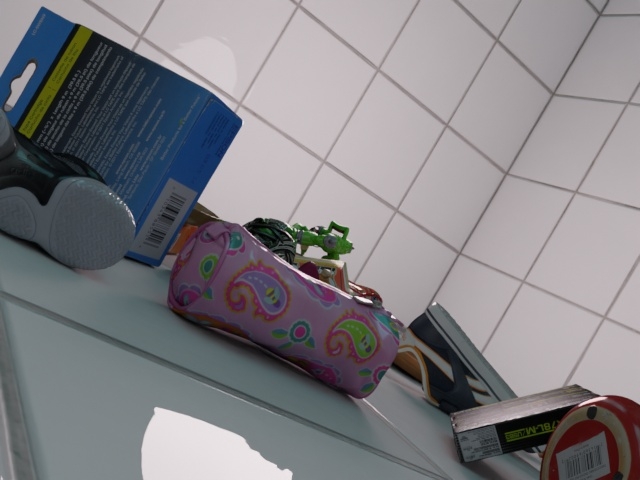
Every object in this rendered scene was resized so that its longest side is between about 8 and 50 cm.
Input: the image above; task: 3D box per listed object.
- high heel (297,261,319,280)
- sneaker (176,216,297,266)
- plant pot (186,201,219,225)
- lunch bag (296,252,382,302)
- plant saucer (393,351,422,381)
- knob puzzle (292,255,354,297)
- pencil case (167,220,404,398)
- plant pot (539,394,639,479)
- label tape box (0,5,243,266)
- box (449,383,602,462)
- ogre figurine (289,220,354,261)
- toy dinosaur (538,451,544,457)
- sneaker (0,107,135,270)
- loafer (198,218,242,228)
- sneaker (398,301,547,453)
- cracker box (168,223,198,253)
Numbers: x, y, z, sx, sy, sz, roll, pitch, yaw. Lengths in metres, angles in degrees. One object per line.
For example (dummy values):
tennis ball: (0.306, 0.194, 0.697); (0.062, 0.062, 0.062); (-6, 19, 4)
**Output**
high heel: (-0.029, 0.087, 1.102); (0.082, 0.117, 0.244); (30, 0, 11)
sneaker: (-0.119, 0.020, 1.138); (0.134, 0.146, 0.343); (31, 0, 6)
plant pot: (-0.274, -0.083, 1.187); (0.236, 0.032, 0.236); (31, 0, 0)
lunch bag: (-0.011, 0.102, 1.571); (0.258, 0.120, 0.293); (30, 0, 19)
plant saucer: (0.188, 0.262, 1.624); (0.200, 0.037, 0.200); (35, 0, 0)
knob puzzle: (-0.030, 0.084, 1.355); (0.213, 0.030, 0.213); (9, 35, -6)
pencil case: (-0.033, 0.082, 0.844); (0.284, 0.124, 0.124); (30, 0, -30)
plant pot: (0.347, 0.272, 0.780); (0.174, 0.191, 0.191); (22, 2, -16)
label tape box: (-0.309, -0.151, 1.027); (0.333, 0.241, 0.106); (31, 0, 23)
box: (0.269, 0.238, 0.964); (0.184, 0.190, 0.045); (44, 31, -78)
ogre figurine: (0.000, 0.000, 1.623); (0.118, 0.097, 0.197); (12, -20, 22)
toy dinosaur: (0.388, 0.370, 1.417); (0.211, 0.064, 0.112); (31, 1, -41)
sneaker: (-0.313, -0.070, 0.727); (0.268, 0.101, 0.153); (37, -4, -22)
loafer: (-0.196, 0.013, 1.702); (0.268, 0.102, 0.092); (21, 1, -2)
sneaker: (0.270, 0.274, 1.330); (0.321, 0.127, 0.126); (50, 8, 12)
cracker box: (-0.333, -0.061, 1.231); (0.232, 0.067, 0.156); (32, 0, 3)
